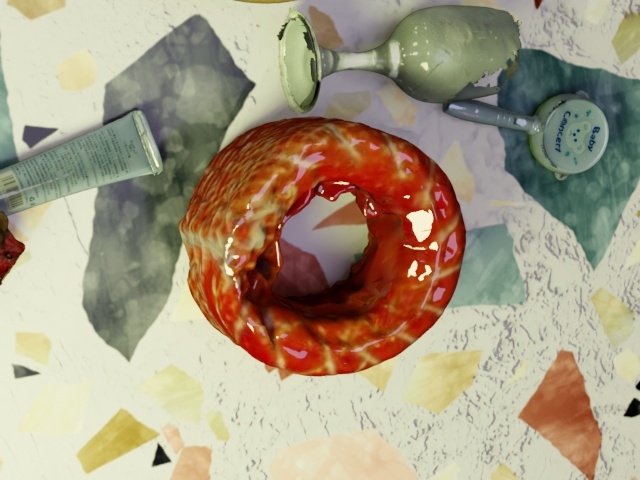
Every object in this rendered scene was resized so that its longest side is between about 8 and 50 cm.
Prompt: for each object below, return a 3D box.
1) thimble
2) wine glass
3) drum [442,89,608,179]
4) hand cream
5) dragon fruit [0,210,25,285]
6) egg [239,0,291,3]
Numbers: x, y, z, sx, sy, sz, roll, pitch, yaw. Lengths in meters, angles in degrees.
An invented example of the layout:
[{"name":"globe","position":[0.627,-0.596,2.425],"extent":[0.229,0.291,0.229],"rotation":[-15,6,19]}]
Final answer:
[{"name":"thimble","position":[0.000,0.000,1.895],"extent":[0.350,0.230,0.350],"rotation":[-4,101,-21]},{"name":"wine glass","position":[0.106,-0.246,1.935],"extent":[0.321,0.143,0.143],"rotation":[-7,103,-19]},{"name":"drum","position":[0.300,-0.182,2.066],"extent":[0.253,0.049,0.130],"rotation":[28,91,-23]},{"name":"hand cream","position":[-0.326,-0.085,1.852],"extent":[0.256,0.055,0.088],"rotation":[-22,99,-17]},{"name":"dragon fruit","position":[-0.518,0.036,1.703],"extent":[0.330,0.240,0.302],"rotation":[45,72,-28]},{"name":"egg","position":[-0.096,-0.441,1.730],"extent":[0.374,0.301,0.301],"rotation":[20,93,-21]}]
